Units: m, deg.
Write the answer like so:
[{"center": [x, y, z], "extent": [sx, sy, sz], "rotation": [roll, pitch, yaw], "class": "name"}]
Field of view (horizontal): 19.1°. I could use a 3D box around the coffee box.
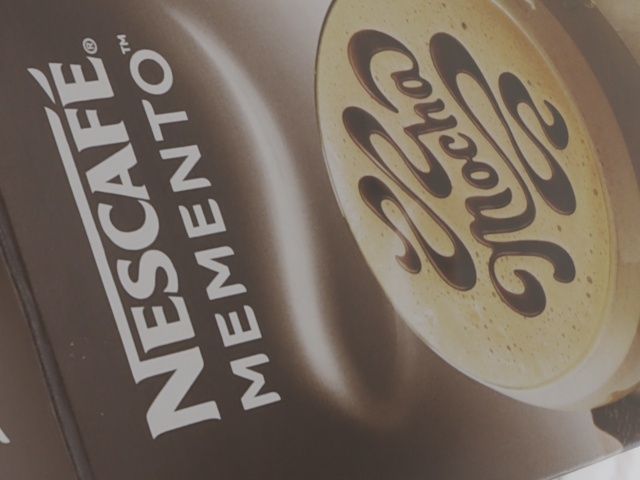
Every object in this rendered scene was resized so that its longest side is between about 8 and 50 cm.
[{"center": [0.000, 0.000, 0.525], "extent": [0.119, 0.297, 0.168], "rotation": [-24, -98, 44], "class": "coffee box"}]
